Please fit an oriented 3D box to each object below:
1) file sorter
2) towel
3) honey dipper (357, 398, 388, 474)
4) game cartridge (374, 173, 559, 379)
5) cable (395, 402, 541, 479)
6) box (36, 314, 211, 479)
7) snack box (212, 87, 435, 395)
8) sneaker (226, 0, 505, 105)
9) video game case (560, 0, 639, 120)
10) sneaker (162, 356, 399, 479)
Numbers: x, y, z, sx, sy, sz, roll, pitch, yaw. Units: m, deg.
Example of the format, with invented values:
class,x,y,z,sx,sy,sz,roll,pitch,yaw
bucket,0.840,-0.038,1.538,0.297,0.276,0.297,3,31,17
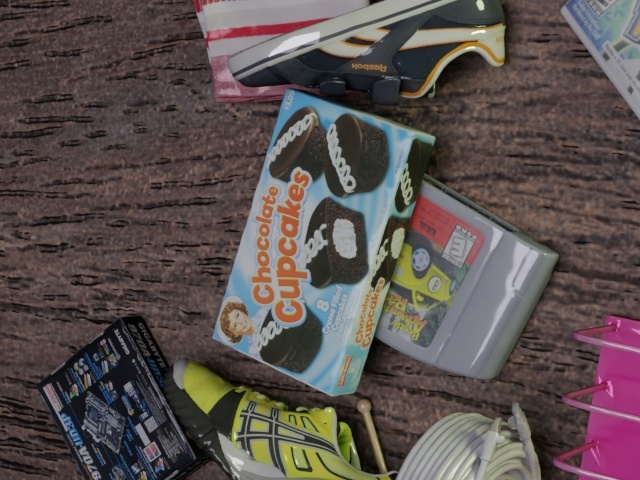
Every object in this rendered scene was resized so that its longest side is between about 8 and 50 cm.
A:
class,x,y,z,sx,sy,sz,roll,pitch,yaw
file sorter,0.347,0.243,1.572,0.202,0.182,0.290,11,96,29
towel,-0.059,-0.329,1.817,0.237,0.037,0.329,-3,111,29
honey dipper,0.074,0.268,1.817,0.030,0.030,0.160,-21,77,28
game cartridge,0.115,0.030,1.778,0.294,0.060,0.196,32,110,26
cable,0.148,0.315,1.641,0.089,0.257,0.257,22,66,32
box,-0.260,0.236,1.991,0.175,0.051,0.220,-39,73,24
snack box,0.000,0.000,1.777,0.187,0.060,0.321,22,101,31
sneaker,0.058,-0.208,1.726,0.321,0.126,0.127,-17,99,8
video game case,0.460,-0.214,1.588,0.300,0.036,0.329,-40,72,23
sneaker,-0.042,0.256,1.834,0.147,0.145,0.385,-46,58,-9
